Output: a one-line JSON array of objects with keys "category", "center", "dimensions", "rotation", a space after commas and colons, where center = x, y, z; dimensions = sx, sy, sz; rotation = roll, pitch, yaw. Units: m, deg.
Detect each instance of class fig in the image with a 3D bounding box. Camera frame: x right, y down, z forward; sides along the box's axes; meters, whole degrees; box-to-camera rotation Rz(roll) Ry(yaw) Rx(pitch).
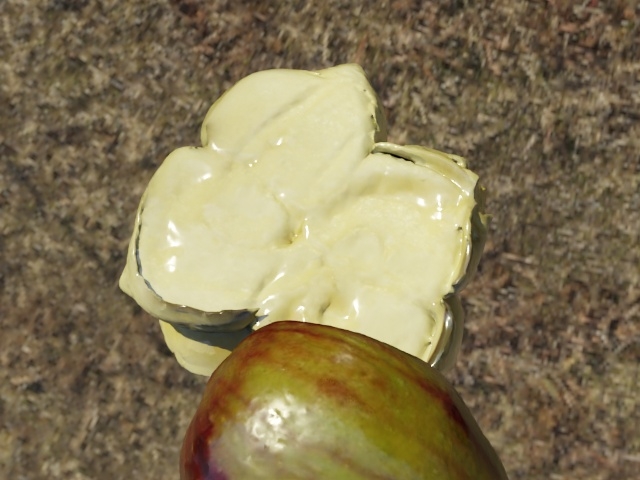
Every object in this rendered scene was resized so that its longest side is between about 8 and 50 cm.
[{"category": "fig", "center": [0.024, 0.095, 0.417], "dimensions": [0.154, 0.103, 0.109], "rotation": [28, 179, 9]}]

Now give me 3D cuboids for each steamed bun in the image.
[{"category": "steamed bun", "center": [0.000, 0.000, 0.624], "dimensions": [0.177, 0.192, 0.106], "rotation": [16, 159, 8]}]
